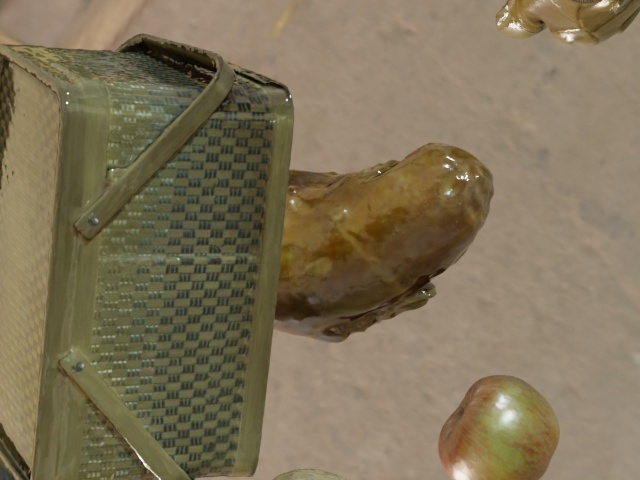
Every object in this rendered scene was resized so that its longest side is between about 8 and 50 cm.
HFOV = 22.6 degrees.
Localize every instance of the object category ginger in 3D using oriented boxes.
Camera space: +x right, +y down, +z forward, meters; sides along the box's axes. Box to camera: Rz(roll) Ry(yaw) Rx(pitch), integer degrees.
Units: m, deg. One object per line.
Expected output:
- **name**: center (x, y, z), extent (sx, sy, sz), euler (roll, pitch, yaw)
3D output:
- **ginger**: center (0.000, 0.000, 1.440), extent (0.321, 0.172, 0.165), euler (-3, 25, 12)

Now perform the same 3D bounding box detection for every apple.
- **apple**: center (0.175, 0.194, 1.567), extent (0.126, 0.102, 0.126), euler (-57, 2, 3)

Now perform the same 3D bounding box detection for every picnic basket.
- **picnic basket**: center (-0.117, 0.010, 0.955), extent (0.165, 0.139, 0.267), euler (32, 118, 59)

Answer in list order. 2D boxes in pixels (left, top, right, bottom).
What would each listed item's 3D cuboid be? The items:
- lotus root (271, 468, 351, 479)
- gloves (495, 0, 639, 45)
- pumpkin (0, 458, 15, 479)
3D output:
- **lotus root**: center (-0.005, 0.130, 0.637), extent (0.062, 0.150, 0.073), euler (-40, 88, 16)
- **gloves**: center (0.256, -0.266, 1.552), extent (0.141, 0.331, 0.154), euler (13, 90, 3)
- **pumpkin**: center (-0.315, 0.309, 1.315), extent (0.242, 0.232, 0.325), euler (-2, 70, 17)
